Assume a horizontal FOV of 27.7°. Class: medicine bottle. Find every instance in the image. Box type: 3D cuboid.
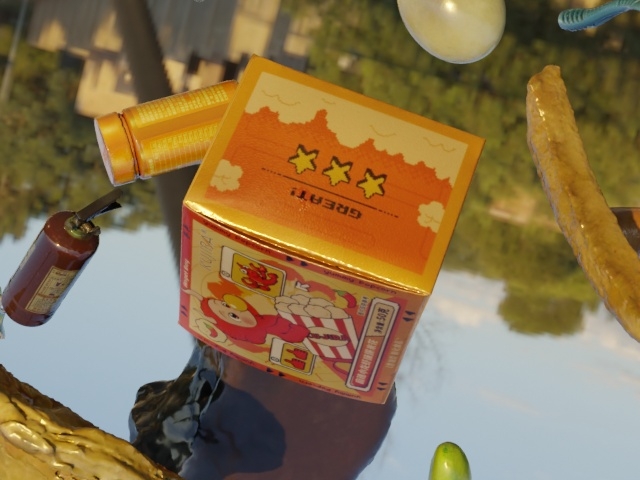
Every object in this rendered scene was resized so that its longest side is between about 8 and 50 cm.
[{"bbox_3d":[-0.187,-0.139,1.676,0.191,0.096,0.096,-18,-167,-13],"label":"medicine bottle"}]

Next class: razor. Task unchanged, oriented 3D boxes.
[{"bbox_3d":[0.430,-0.331,1.899,0.082,0.042,0.253,-28,-165,-19],"label":"razor"}]

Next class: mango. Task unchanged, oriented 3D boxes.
[{"bbox_3d":[0.163,0.297,1.648,0.056,0.108,0.073,-1,-137,9],"label":"mango"}]

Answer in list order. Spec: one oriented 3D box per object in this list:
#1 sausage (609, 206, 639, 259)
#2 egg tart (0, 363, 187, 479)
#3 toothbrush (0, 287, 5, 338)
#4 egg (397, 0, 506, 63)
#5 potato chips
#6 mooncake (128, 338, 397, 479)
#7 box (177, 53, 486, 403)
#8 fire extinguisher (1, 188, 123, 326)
[{"bbox_3d":[0.477,-0.002,1.743,0.270,0.109,0.109,-4,173,32],"label":"sausage"},{"bbox_3d":[-0.295,0.251,1.444,0.341,0.132,0.341,30,169,6],"label":"egg tart"},{"bbox_3d":[-0.493,0.119,1.991,0.022,0.026,0.263,-3,161,-14],"label":"toothbrush"},{"bbox_3d":[0.146,-0.271,1.473,0.152,0.114,0.114,61,-159,15],"label":"egg"},{"bbox_3d":[0.316,-0.012,1.461,0.057,0.407,0.080,-9,153,-28],"label":"potato chips"},{"bbox_3d":[-0.073,0.221,1.811,0.350,0.381,0.212,34,-164,-33],"label":"mooncake"},{"bbox_3d":[0.000,0.000,1.372,0.259,0.214,0.283,22,152,5],"label":"box"},{"bbox_3d":[-0.309,0.014,1.583,0.071,0.231,0.099,50,-138,9],"label":"fire extinguisher"}]
